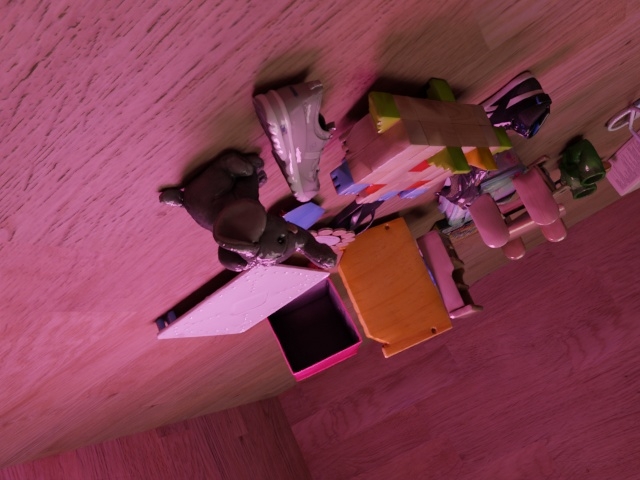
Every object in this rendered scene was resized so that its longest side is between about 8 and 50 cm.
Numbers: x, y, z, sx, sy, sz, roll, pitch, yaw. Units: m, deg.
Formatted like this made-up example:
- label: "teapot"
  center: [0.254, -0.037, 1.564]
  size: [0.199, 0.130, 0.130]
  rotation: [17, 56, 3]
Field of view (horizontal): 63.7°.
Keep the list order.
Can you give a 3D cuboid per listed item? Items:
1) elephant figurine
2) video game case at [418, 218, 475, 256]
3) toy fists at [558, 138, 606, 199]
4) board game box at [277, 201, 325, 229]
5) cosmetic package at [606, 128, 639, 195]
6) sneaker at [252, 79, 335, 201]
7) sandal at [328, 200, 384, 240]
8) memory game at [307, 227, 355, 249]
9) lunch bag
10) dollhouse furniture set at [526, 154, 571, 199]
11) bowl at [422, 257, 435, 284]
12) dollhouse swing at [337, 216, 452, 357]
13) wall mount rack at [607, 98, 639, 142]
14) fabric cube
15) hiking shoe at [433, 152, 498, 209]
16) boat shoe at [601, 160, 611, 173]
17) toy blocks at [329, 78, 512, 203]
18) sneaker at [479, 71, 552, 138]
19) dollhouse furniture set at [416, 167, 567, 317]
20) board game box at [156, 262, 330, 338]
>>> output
- label: "elephant figurine"
  center: [-0.121, -0.020, 0.882]
  size: [0.186, 0.239, 0.169]
  rotation: [-36, 159, 23]
- label: "video game case"
  center: [0.514, -0.048, 1.910]
  size: [0.275, 0.035, 0.248]
  rotation: [-22, 159, -14]
- label: "toy fists"
  center: [0.866, -0.239, 1.729]
  size: [0.096, 0.142, 0.279]
  rotation: [-17, 162, 15]
- label: "board game box"
  center: [-0.065, -0.052, 1.183]
  size: [0.133, 0.033, 0.169]
  rotation: [-36, 164, 12]
- label: "cosmetic package"
  center: [1.249, -0.320, 1.989]
  size: [0.129, 0.153, 0.296]
  rotation: [-22, 161, -12]
- label: "sneaker"
  center: [-0.020, -0.156, 0.870]
  size: [0.115, 0.105, 0.281]
  rotation: [-26, 160, -3]
- label: "sandal"
  center: [0.104, -0.065, 1.324]
  size: [0.097, 0.054, 0.254]
  rotation: [-9, 154, -40]
- label: "memory game"
  center: [0.000, 0.000, 1.339]
  size: [0.187, 0.012, 0.186]
  rotation: [-6, 163, -2]
- label: "lunch bag"
  center: [0.455, -0.145, 1.487]
  size: [0.224, 0.107, 0.279]
  rotation: [-26, 160, -3]
- label: "dollhouse furniture set"
  center: [0.757, -0.186, 1.731]
  size: [0.129, 0.129, 0.184]
  rotation: [-39, 156, 29]
- label: "bowl"
  center: [0.374, 0.192, 2.264]
  size: [0.392, 0.077, 0.391]
  rotation: [-23, 159, -9]
- label: "dollhouse swing"
  center: [0.196, 0.153, 1.580]
  size: [0.316, 0.346, 0.305]
  rotation: [-20, 170, -19]
- label: "wall mount rack"
  center: [1.065, -0.417, 1.548]
  size: [0.350, 0.130, 0.304]
  rotation: [-35, 159, 18]
- label: "fabric cube"
  center: [-0.028, 0.315, 1.805]
  size: [0.254, 0.258, 0.258]
  rotation: [-25, 162, -7]
- label: "hiking shoe"
  center: [0.366, -0.191, 1.286]
  size: [0.086, 0.114, 0.226]
  rotation: [-47, 159, -64]
- label: "boat shoe"
  center: [1.050, -0.275, 1.982]
  size: [0.190, 0.068, 0.072]
  rotation: [-21, 148, -16]
- label: "toy blocks"
  center: [0.159, -0.164, 1.020]
  size: [0.382, 0.190, 0.261]
  rotation: [-8, 164, -42]
- label: "sneaker"
  center: [0.400, -0.253, 1.133]
  size: [0.079, 0.121, 0.217]
  rotation: [0, 147, -49]
- label: "dollhouse furniture set"
  center: [0.517, 0.031, 1.471]
  size: [0.395, 0.256, 0.362]
  rotation: [-28, 161, 22]
- label: "board game box"
  center: [-0.216, 0.165, 1.499]
  size: [0.390, 0.050, 0.390]
  rotation: [-35, 158, 20]
